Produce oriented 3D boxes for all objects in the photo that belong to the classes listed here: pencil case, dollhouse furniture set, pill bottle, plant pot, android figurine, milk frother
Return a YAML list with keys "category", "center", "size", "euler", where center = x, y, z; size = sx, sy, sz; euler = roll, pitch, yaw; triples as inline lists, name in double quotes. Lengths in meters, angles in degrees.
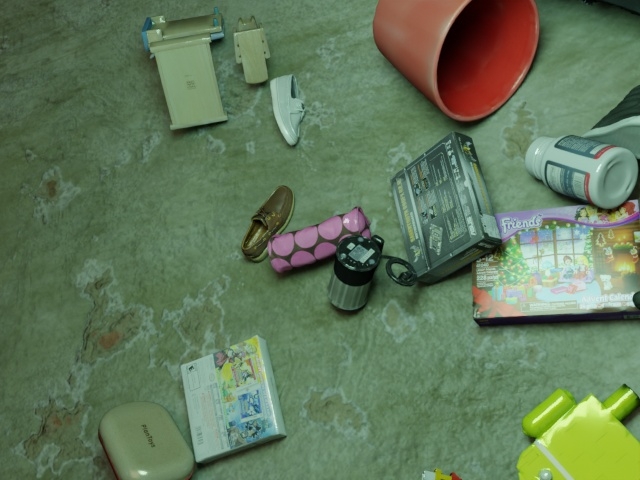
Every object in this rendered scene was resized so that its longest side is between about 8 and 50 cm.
- category: "pencil case"
  center: [0.000, 0.000, 1.520]
  size: [0.209, 0.098, 0.095]
  euler: [-16, 109, 17]
- category: "dollhouse furniture set"
  center: [-0.269, -0.437, 1.825]
  size: [0.286, 0.198, 0.303]
  euler: [-10, 32, -3]
- category: "pill bottle"
  center: [0.456, -0.130, 1.331]
  size: [0.108, 0.108, 0.180]
  euler: [-53, 35, -2]
- category: "plant pot"
  center: [0.250, -0.408, 1.480]
  size: [0.275, 0.275, 0.243]
  euler: [-47, 48, 1]
- category: "android figurine"
  center: [0.432, 0.364, 1.205]
  size: [0.273, 0.056, 0.248]
  euler: [-40, 60, 3]
- category: "milk frother"
  center: [0.096, 0.075, 1.422]
  size: [0.129, 0.134, 0.143]
  euler: [-25, 60, -25]

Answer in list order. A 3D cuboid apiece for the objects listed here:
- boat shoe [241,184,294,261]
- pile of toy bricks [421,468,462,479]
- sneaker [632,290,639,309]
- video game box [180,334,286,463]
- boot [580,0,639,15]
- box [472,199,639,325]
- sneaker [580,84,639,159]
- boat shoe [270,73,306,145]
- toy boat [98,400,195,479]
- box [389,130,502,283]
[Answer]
- category: "boat shoe"
  center: [-0.113, -0.041, 1.601]
  size: [0.064, 0.060, 0.178]
  euler: [23, 81, 29]
- category: "pile of toy bricks"
  center: [0.201, 0.500, 1.240]
  size: [0.105, 0.118, 0.212]
  euler: [13, 57, -1]
- category: "sneaker"
  center: [0.615, 0.128, 1.176]
  size: [0.229, 0.086, 0.132]
  euler: [-4, 76, 2]
- category: "video game box"
  center: [-0.177, 0.317, 1.498]
  size: [0.187, 0.048, 0.205]
  euler: [-23, 63, 17]
- category: "boot"
  center: [0.474, -0.587, 1.485]
  size: [0.445, 0.146, 0.367]
  euler: [18, 45, 18]
- category: "box"
  center: [0.418, 0.043, 1.333]
  size: [0.293, 0.057, 0.200]
  euler: [-6, 67, 22]
- category: "sneaker"
  center: [0.570, -0.208, 1.263]
  size: [0.104, 0.296, 0.147]
  euler: [45, 85, -12]
- category: "boat shoe"
  center: [-0.065, -0.297, 1.684]
  size: [0.063, 0.066, 0.184]
  euler: [-21, 53, 16]
- category: "toy boat"
  center: [-0.353, 0.432, 1.490]
  size: [0.231, 0.151, 0.151]
  euler: [47, 132, 42]
- category: "box"
  center: [0.229, -0.059, 1.410]
  size: [0.183, 0.056, 0.231]
  euler: [-38, 52, 42]
